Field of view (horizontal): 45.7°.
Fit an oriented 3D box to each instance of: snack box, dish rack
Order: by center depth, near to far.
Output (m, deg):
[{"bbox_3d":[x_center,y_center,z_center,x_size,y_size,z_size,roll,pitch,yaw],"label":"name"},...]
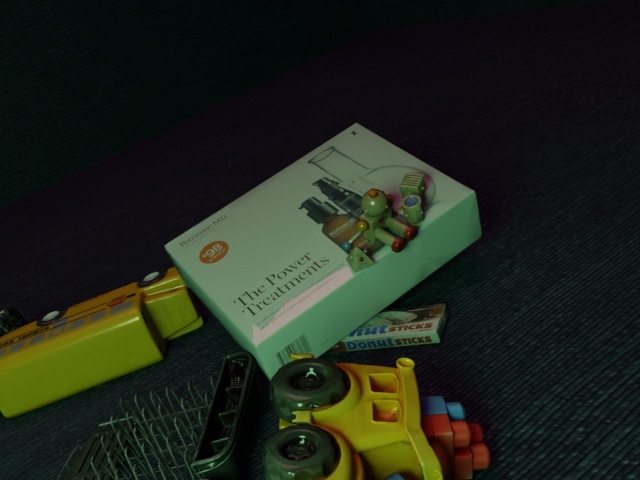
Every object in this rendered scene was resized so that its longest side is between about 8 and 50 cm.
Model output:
[{"bbox_3d":[-0.207,0.250,0.930,0.271,0.074,0.208,-17,22,11],"label":"dish rack"},{"bbox_3d":[0.083,0.121,1.038,0.178,0.022,0.064,-10,27,26],"label":"snack box"}]

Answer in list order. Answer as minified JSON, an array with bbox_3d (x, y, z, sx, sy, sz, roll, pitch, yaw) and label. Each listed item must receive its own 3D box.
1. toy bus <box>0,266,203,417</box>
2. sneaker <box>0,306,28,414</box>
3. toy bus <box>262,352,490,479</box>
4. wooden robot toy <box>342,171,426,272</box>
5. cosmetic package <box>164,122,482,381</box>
[{"bbox_3d":[-0.359,0.160,1.224,0.332,0.108,0.130,-21,22,0],"label":"toy bus"},{"bbox_3d":[-0.586,0.213,1.309,0.122,0.110,0.283,-21,22,8],"label":"sneaker"},{"bbox_3d":[0.057,0.214,0.720,0.211,0.150,0.220,-2,26,3],"label":"toy bus"},{"bbox_3d":[0.087,-0.039,0.996,0.076,0.079,0.173,26,59,36],"label":"wooden robot toy"},{"bbox_3d":[0.000,0.000,1.118,0.377,0.098,0.284,-35,41,-17],"label":"cosmetic package"}]
